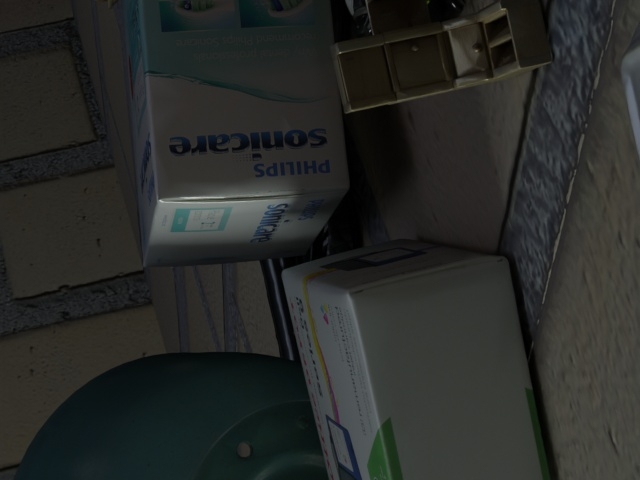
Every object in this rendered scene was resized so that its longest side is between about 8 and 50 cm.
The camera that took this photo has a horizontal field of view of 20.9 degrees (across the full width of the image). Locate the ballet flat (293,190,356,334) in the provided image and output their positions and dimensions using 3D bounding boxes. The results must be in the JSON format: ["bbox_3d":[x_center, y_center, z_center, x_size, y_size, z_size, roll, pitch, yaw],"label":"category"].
[{"bbox_3d":[0.000,0.000,1.280,0.057,0.049,0.173,-118,21,-64],"label":"ballet flat"}]

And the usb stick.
[{"bbox_3d":[-0.020,0.066,1.489,0.077,0.045,0.278,150,107,-86],"label":"usb stick"}]

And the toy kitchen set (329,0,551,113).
[{"bbox_3d":[0.050,-0.103,0.800,0.075,0.083,0.068,175,82,-80],"label":"toy kitchen set"}]

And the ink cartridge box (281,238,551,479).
[{"bbox_3d":[0.051,0.085,0.998,0.212,0.093,0.154,-161,59,-80],"label":"ink cartridge box"}]

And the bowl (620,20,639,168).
[{"bbox_3d":[0.137,-0.026,0.520,0.142,0.053,0.142,161,98,-79],"label":"bowl"}]

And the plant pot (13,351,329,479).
[{"bbox_3d":[-0.054,0.213,1.229,0.235,0.293,0.293,-21,81,64],"label":"plant pot"}]

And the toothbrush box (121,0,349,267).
[{"bbox_3d":[-0.068,-0.146,1.168,0.216,0.126,0.295,128,137,-76],"label":"toothbrush box"}]

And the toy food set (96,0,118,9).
[{"bbox_3d":[-0.155,-0.205,1.223,0.083,0.020,0.082,-111,18,-67],"label":"toy food set"}]

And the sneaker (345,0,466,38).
[{"bbox_3d":[0.041,-0.142,0.869,0.170,0.063,0.075,85,169,-57],"label":"sneaker"}]
